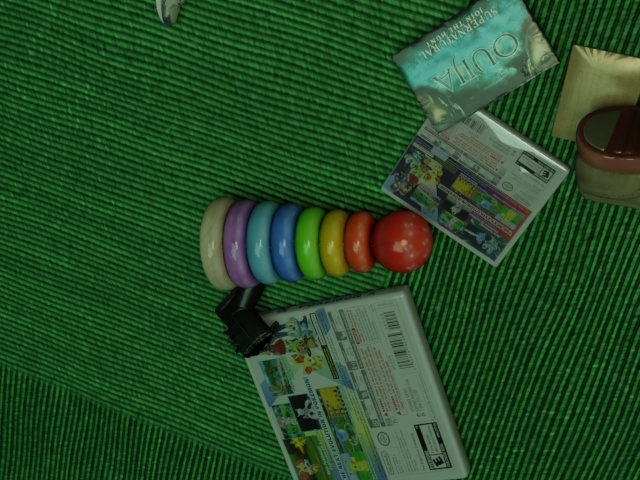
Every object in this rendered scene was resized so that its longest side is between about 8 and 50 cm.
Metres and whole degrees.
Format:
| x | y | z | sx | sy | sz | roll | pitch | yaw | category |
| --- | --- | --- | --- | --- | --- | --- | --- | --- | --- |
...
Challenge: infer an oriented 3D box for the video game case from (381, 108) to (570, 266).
| x | y | z | sx | sy | sz | roll | pitch | yaw | category |
| --- | --- | --- | --- | --- | --- | --- | --- | --- | --- |
| 0.212 | -0.086 | 1.535 | 0.201 | 0.023 | 0.183 | 34 | 120 | 2 | video game case |

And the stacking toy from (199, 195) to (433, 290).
| x | y | z | sx | sy | sz | roll | pitch | yaw | category |
| --- | --- | --- | --- | --- | --- | --- | --- | --- | --- |
| 0.000 | 0.000 | 1.597 | 0.330 | 0.141 | 0.141 | -2 | 112 | 16 | stacking toy |

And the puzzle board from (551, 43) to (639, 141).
| x | y | z | sx | sy | sz | roll | pitch | yaw | category |
| --- | --- | --- | --- | --- | --- | --- | --- | --- | --- |
| 0.363 | -0.186 | 1.441 | 0.096 | 0.011 | 0.128 | 15 | 118 | 12 | puzzle board |

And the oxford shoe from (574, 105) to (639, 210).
| x | y | z | sx | sy | sz | roll | pitch | yaw | category |
| --- | --- | --- | --- | --- | --- | --- | --- | --- | --- |
| 0.497 | -0.086 | 1.397 | 0.348 | 0.123 | 0.130 | 11 | 142 | 14 | oxford shoe |

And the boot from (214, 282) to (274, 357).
| x | y | z | sx | sy | sz | roll | pitch | yaw | category |
| --- | --- | --- | --- | --- | --- | --- | --- | --- | --- |
| -0.103 | 0.113 | 1.696 | 0.121 | 0.045 | 0.099 | -46 | 60 | 19 | boot |

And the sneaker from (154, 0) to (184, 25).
| x | y | z | sx | sy | sz | roll | pitch | yaw | category |
| --- | --- | --- | --- | --- | --- | --- | --- | --- | --- |
| -0.193 | -0.362 | 1.546 | 0.058 | 0.052 | 0.135 | 19 | 119 | 7 | sneaker |

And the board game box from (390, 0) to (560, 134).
| x | y | z | sx | sy | sz | roll | pitch | yaw | category |
| --- | --- | --- | --- | --- | --- | --- | --- | --- | --- |
| 0.202 | -0.239 | 1.450 | 0.186 | 0.026 | 0.126 | -31 | 96 | 21 | board game box |

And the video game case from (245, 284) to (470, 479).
| x | y | z | sx | sy | sz | roll | pitch | yaw | category |
| --- | --- | --- | --- | --- | --- | --- | --- | --- | --- |
| 0.048 | 0.244 | 1.736 | 0.299 | 0.036 | 0.329 | -12 | 109 | 25 | video game case |
